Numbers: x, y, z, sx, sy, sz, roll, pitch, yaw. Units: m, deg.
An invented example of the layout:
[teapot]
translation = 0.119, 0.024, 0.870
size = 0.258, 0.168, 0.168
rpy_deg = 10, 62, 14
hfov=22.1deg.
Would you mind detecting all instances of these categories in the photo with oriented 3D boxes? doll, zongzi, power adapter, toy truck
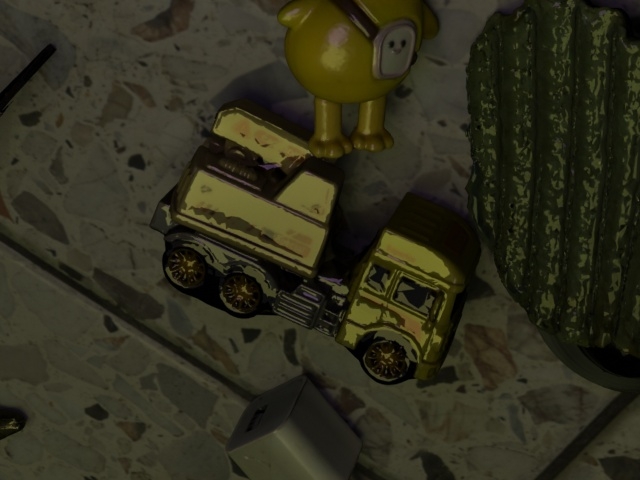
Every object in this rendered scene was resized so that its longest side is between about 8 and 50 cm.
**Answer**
[doll]
translation = 0.044, -0.276, 1.876
size = 0.199, 0.145, 0.363
rpy_deg = -9, 117, -22
[zongzi]
translation = -0.491, 0.259, 2.471
size = 0.076, 0.040, 0.083
rpy_deg = -26, 94, 24
[power adapter]
translation = -0.014, 0.312, 2.275
size = 0.125, 0.130, 0.205
rpy_deg = -28, 108, 32
[toy truck]
translation = 0.000, 0.000, 2.038
size = 0.405, 0.181, 0.254
rpy_deg = 25, 120, 6

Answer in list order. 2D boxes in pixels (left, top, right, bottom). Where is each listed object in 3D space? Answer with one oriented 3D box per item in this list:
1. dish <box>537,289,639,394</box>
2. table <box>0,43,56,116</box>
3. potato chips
[dish]
translation = 0.381, 0.098, 1.995
size = 0.273, 0.134, 0.273
rpy_deg = 8, 124, 13
[table]
translation = -0.533, -0.213, 2.073
size = 0.250, 0.196, 0.282
rpy_deg = 46, 122, -12
[potato chips]
translation = 0.302, -0.066, 1.870
size = 0.358, 0.070, 0.429
rpy_deg = 22, 121, 43
